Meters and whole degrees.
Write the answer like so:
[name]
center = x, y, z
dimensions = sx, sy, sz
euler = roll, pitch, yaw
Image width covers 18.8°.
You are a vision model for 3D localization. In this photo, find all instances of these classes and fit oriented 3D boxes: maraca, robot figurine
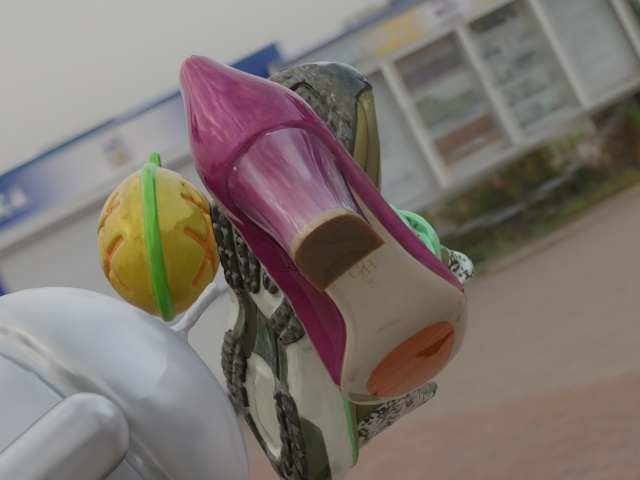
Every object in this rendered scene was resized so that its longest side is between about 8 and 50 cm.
[maraca]
center = -0.130, -0.005, 1.574
dimensions = 0.099, 0.127, 0.185
euler = -5, 17, -2
[robot figurine]
center = -0.178, 0.164, 1.038
dimensions = 0.353, 0.200, 0.300
euler = -45, 1, -25

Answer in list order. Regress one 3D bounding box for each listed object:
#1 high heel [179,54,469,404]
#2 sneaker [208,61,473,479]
[high heel]
center = 0.000, 0.000, 0.952
dimensions = 0.082, 0.117, 0.244
euler = -38, -29, 4
[sneaker]
center = 0.027, 0.014, 1.448
dimensions = 0.182, 0.158, 0.410
euler = -24, -37, -24
